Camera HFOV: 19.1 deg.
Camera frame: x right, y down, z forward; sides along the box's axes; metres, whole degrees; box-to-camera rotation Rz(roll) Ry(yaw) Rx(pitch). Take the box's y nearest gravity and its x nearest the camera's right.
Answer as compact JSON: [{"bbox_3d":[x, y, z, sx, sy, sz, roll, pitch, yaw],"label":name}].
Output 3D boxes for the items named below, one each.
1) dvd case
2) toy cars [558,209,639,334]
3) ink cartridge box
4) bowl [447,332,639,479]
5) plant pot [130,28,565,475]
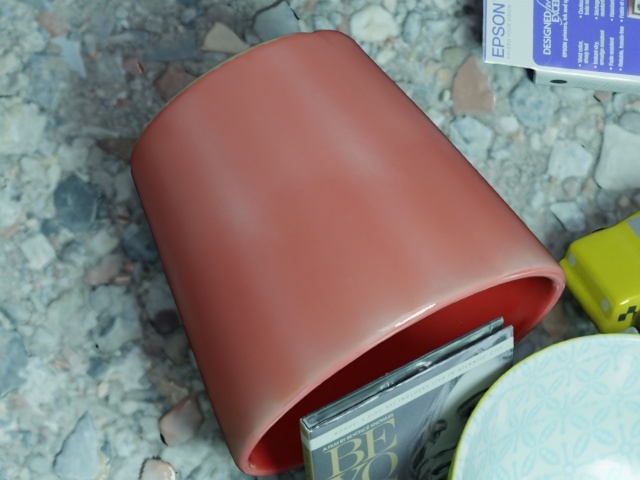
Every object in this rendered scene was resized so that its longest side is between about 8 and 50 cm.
[{"bbox_3d":[0.066,0.161,1.374,0.164,0.221,0.018,-25,52,-17],"label":"dvd case"},{"bbox_3d":[0.385,0.039,1.474,0.393,0.087,0.176,18,40,8],"label":"toy cars"},{"bbox_3d":[0.229,-0.225,1.585,0.208,0.045,0.206,6,74,-11],"label":"ink cartridge box"},{"bbox_3d":[0.212,0.227,1.349,0.289,0.156,0.289,6,58,-10],"label":"bowl"},{"bbox_3d":[0.000,0.000,1.380,0.275,0.275,0.243,-26,73,-17],"label":"plant pot"}]
